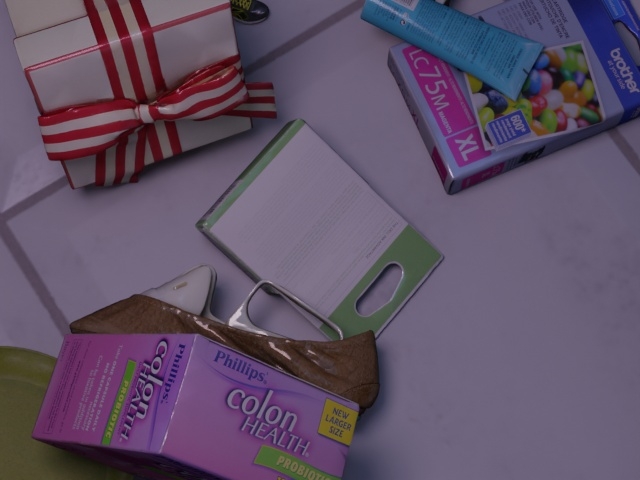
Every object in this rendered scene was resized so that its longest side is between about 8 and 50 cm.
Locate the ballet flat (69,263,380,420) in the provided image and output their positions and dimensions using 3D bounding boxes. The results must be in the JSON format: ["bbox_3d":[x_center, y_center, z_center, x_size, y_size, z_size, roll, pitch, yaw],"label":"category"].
[{"bbox_3d":[-0.095,0.097,1.484,0.342,0.116,0.124,15,84,2],"label":"ballet flat"}]

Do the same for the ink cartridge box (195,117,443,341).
[{"bbox_3d":[0.000,0.000,1.553,0.235,0.056,0.171,44,77,-11],"label":"ink cartridge box"}]

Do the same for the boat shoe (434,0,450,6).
[{"bbox_3d":[0.150,-0.340,1.646,0.065,0.075,0.206,31,80,6],"label":"boat shoe"}]

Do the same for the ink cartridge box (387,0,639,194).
[{"bbox_3d":[0.256,-0.198,1.611,0.311,0.065,0.185,-22,75,-8],"label":"ink cartridge box"}]

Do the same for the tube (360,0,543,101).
[{"bbox_3d":[0.149,-0.239,1.572,0.207,0.052,0.080,26,79,5],"label":"tube"}]

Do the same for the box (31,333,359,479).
[{"bbox_3d":[-0.127,0.182,1.357,0.214,0.243,0.117,28,69,-36],"label":"box"}]

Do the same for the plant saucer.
[{"bbox_3d":[-0.313,0.213,1.432,0.241,0.037,0.241,22,34,-16],"label":"plant saucer"}]

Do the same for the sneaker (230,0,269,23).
[{"bbox_3d":[-0.104,-0.287,1.648,0.083,0.035,0.031,12,74,3],"label":"sneaker"}]

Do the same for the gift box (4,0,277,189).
[{"bbox_3d":[-0.207,-0.215,1.521,0.255,0.276,0.258,-22,59,-3],"label":"gift box"}]
